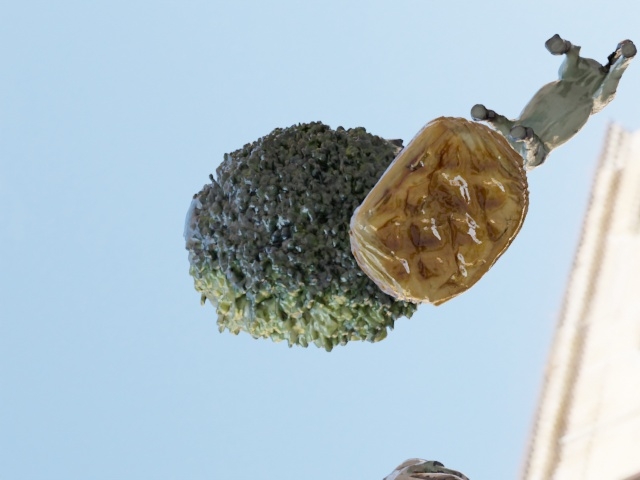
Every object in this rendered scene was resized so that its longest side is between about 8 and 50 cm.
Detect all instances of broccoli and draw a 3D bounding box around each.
[{"bbox_3d":[0.000,-0.002,1.224,0.226,0.176,0.198,35,-112,21],"label":"broccoli"}]

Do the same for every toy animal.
[{"bbox_3d":[0.219,-0.119,1.551,0.073,0.217,0.176,55,-170,16],"label":"toy animal"}]

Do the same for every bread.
[{"bbox_3d":[0.069,-0.015,0.901,0.083,0.111,0.044,38,-175,-8],"label":"bread"}]

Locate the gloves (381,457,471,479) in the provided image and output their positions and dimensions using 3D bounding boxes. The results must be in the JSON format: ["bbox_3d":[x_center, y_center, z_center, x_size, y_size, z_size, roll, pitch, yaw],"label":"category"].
[{"bbox_3d":[0.094,0.260,1.449,0.127,0.212,0.111,-40,-94,-23],"label":"gloves"}]
